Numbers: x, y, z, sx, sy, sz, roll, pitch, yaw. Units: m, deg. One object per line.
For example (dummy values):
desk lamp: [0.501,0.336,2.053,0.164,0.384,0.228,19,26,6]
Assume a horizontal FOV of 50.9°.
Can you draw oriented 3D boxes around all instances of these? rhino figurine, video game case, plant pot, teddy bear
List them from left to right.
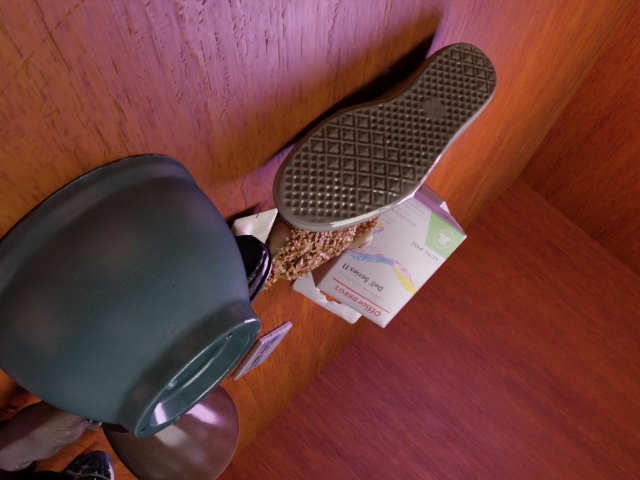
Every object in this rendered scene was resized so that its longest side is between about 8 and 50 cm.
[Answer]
rhino figurine: [-0.334,0.229,0.865,0.243,0.073,0.106,-32,170,25]
plant pot: [-0.190,0.083,0.726,0.293,0.196,0.293,-43,166,-13]
plant pot: [-0.271,0.298,1.130,0.215,0.215,0.230,-43,152,-13]
video game case: [-0.154,0.291,1.785,0.157,0.019,0.143,-53,164,30]
teddy bear: [0.000,0.000,1.235,0.245,0.113,0.338,-50,166,22]

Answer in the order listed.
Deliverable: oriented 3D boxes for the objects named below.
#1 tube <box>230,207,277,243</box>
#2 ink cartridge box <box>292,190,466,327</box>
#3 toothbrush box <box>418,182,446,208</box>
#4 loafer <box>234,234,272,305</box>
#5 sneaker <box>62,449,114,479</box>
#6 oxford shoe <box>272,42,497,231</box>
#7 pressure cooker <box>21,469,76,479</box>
tube: [-0.138,0.046,1.078,0.070,0.062,0.240,-86,-162,-52]
ink cartridge box: [0.119,0.048,1.479,0.353,0.207,0.119,-51,-156,16]
toothbrush box: [0.176,-0.014,1.684,0.295,0.126,0.216,-49,166,4]
loafer: [-0.195,0.092,0.930,0.303,0.109,0.095,-39,156,-9]
sneaker: [-0.468,0.515,1.327,0.122,0.110,0.282,-84,-165,-71]
oxford shoe: [0.103,-0.152,1.044,0.449,0.169,0.130,-41,-176,-26]
pressure cooker: [-0.444,0.616,0.994,0.370,0.375,0.420,-6,-149,42]
